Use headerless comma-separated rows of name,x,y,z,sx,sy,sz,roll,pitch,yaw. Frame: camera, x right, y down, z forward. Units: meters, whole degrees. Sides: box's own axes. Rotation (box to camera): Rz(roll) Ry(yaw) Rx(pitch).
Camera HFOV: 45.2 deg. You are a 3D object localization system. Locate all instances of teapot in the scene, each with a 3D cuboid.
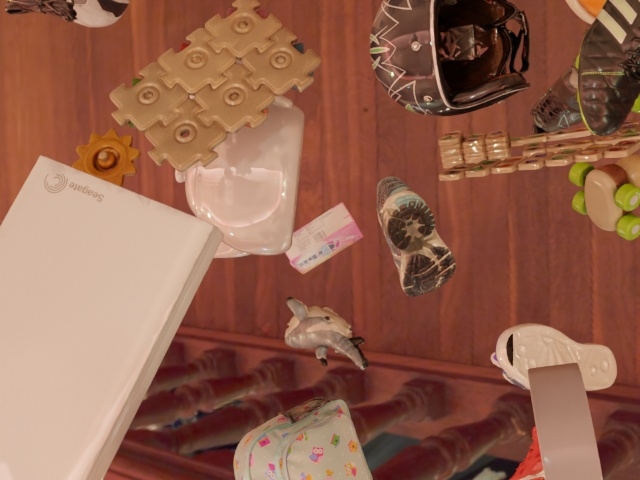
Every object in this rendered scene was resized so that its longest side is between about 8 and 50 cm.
teapot,-0.125,-0.103,1.163,0.252,0.187,0.255,101,176,-69

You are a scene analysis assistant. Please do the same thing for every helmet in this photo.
helmet,0.131,-0.209,0.815,0.169,0.162,0.169,172,90,-84

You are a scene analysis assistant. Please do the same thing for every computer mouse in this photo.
computer mouse,-0.315,-0.300,1.005,0.106,0.193,0.042,7,107,18

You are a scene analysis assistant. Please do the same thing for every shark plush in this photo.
shark plush,0.014,0.128,0.975,0.161,0.073,0.067,22,93,40

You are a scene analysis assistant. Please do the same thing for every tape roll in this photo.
tape roll,0.343,0.284,1.072,0.072,0.219,0.219,-10,87,15

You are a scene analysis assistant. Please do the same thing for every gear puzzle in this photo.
gear puzzle,-0.166,-0.169,0.993,0.339,0.044,0.175,-40,69,-12

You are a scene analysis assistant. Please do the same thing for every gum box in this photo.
gum box,0.000,0.000,1.837,0.188,0.107,0.062,-32,65,2

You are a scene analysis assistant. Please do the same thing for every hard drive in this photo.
hard drive,-0.280,0.105,0.802,0.233,0.047,0.353,21,78,18

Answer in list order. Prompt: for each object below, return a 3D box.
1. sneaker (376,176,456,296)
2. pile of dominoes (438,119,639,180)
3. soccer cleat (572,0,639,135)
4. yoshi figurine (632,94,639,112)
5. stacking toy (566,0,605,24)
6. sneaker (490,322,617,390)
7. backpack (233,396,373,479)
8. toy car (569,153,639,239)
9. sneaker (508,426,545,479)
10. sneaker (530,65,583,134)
sneaker,0.172,-0.010,1.428,0.110,0.283,0.122,-22,46,-1
pile of dominoes,0.279,-0.131,0.981,0.251,0.196,0.040,-7,105,18
soccer cleat,0.249,-0.167,0.596,0.072,0.060,0.178,11,81,57
yoshi figurine,0.704,-0.388,1.484,0.203,0.203,0.362,34,158,20
stacking toy,0.787,-0.658,1.664,0.480,0.351,0.350,16,104,58
sneaker,0.401,0.244,1.531,0.236,0.323,0.130,-14,67,54
backpack,-0.027,0.335,1.137,0.144,0.189,0.165,164,89,-72
toy car,0.642,-0.118,1.591,0.155,0.188,0.148,44,160,50
sneaker,0.520,0.535,1.857,0.221,0.087,0.128,-34,35,16
sneaker,0.500,-0.273,1.593,0.106,0.267,0.101,-32,77,6
